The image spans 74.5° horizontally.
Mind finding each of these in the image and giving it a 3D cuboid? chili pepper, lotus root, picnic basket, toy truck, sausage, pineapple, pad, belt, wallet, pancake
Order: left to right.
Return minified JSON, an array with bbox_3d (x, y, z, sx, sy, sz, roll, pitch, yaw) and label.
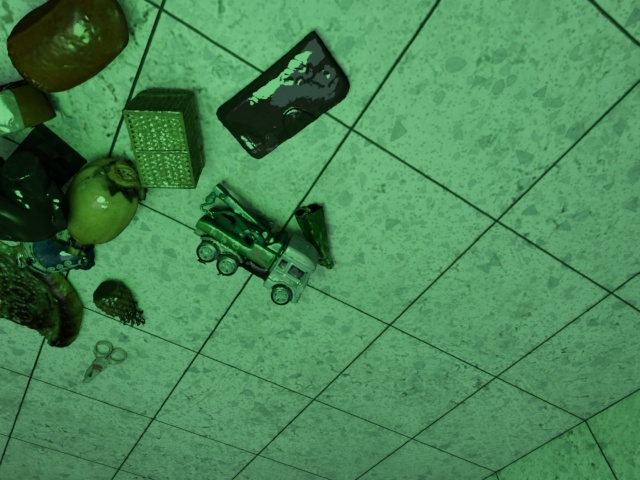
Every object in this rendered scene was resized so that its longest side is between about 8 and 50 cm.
[{"bbox_3d":[-0.756,-0.288,0.962,0.261,0.184,0.105,-9,123,8],"label":"belt"},{"bbox_3d":[-0.931,0.189,1.367,0.304,0.067,0.427,17,125,-8],"label":"pancake"},{"bbox_3d":[-0.745,-0.203,1.130,0.211,0.003,0.143,-34,117,22],"label":"pad"},{"bbox_3d":[-0.524,-0.421,0.883,0.267,0.153,0.141,-24,142,17],"label":"sausage"},{"bbox_3d":[-0.585,-0.077,1.105,0.182,0.183,0.310,34,119,-20],"label":"lotus root"},{"bbox_3d":[-0.641,0.215,1.365,0.108,0.108,0.198,-15,136,11],"label":"pineapple"},{"bbox_3d":[-0.359,-0.243,1.002,0.134,0.154,0.196,-1,129,-4],"label":"picnic basket"},{"bbox_3d":[-0.179,0.017,1.146,0.363,0.176,0.178,35,110,-8],"label":"toy truck"},{"bbox_3d":[-0.089,-0.330,1.002,0.309,0.042,0.165,-30,117,20],"label":"wallet"},{"bbox_3d":[0.000,0.000,1.215,0.088,0.059,0.227,-11,125,16],"label":"chili pepper"}]

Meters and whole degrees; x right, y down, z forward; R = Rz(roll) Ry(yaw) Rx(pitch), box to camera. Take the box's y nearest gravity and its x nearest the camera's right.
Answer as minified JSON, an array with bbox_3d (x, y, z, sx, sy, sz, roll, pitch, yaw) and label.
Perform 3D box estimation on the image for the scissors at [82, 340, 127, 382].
[{"bbox_3d":[-0.823,0.463,1.572,0.118,0.031,0.242,36,114,-21],"label":"scissors"}]

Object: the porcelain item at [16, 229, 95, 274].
[{"bbox_3d":[-0.754,-0.018,1.179,0.186,0.138,0.288,3,127,-9],"label":"porcelain item"}]

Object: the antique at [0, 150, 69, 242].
[{"bbox_3d":[-0.721,-0.100,0.934,0.322,0.185,0.255,18,158,4],"label":"antique"}]
